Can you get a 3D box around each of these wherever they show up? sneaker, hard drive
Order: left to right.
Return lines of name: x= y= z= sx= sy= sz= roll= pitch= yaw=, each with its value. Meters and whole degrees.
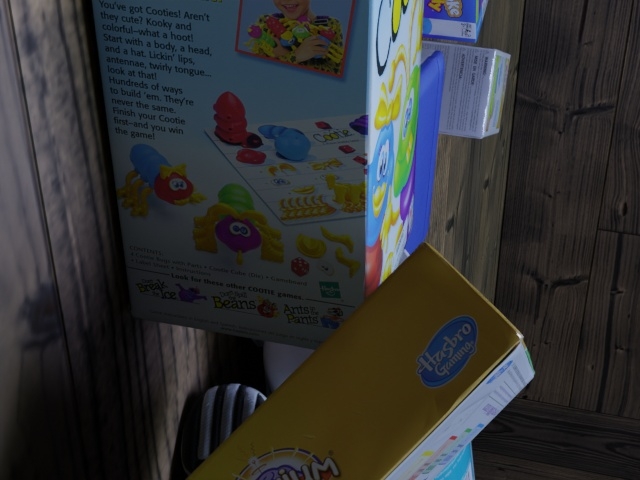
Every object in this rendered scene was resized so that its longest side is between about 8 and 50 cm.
sneaker: x=-0.058 y=0.220 z=0.828 sx=0.132 sy=0.086 sz=0.228 roll=48 pitch=51 yaw=-76
hard drive: x=0.058 y=-0.040 z=1.070 sx=0.318 sy=0.040 sz=0.210 roll=-52 pitch=148 yaw=-63

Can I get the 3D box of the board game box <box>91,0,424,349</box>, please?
board game box: x=-0.025 y=-0.096 z=0.622 sx=0.142 sy=0.144 sz=0.275 roll=-65 pitch=160 yaw=-51

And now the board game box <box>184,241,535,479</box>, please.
board game box: x=-0.020 y=0.152 z=0.620 sx=0.316 sy=0.064 sz=0.242 roll=-45 pitch=164 yaw=0

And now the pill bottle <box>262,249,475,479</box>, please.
pill bottle: x=0.038 y=0.121 z=0.881 sx=0.146 sy=0.146 sz=0.264 roll=-67 pitch=155 yaw=-46

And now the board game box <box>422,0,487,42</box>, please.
board game box: x=0.188 y=-0.447 z=1.427 sx=0.233 sy=0.078 sz=0.347 roll=83 pitch=21 yaw=-50

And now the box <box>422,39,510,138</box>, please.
box: x=0.180 y=-0.197 z=1.505 sx=0.203 sy=0.103 sz=0.114 roll=-24 pitch=123 yaw=-74

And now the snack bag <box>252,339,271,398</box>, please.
snack bag: x=0.000 y=0.000 z=1.028 sx=0.323 sy=0.037 sz=0.342 roll=-63 pitch=157 yaw=-51
